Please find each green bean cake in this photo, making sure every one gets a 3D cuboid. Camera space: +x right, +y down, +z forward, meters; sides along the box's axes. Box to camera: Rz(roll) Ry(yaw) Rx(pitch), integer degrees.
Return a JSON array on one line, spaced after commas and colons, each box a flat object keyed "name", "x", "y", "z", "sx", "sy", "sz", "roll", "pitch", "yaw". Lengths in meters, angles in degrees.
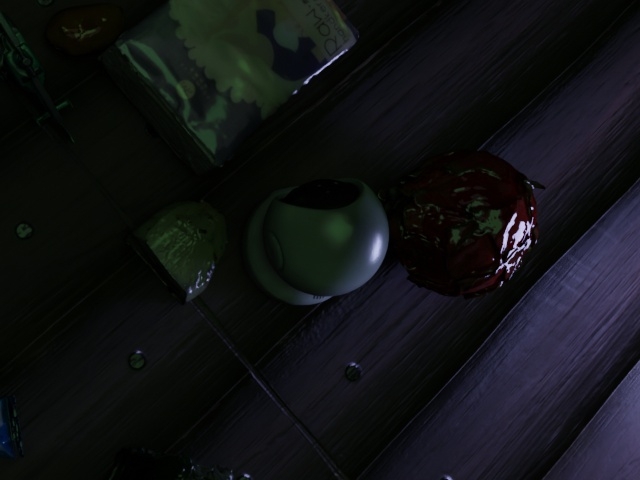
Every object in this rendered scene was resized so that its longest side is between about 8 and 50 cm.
[{"name": "green bean cake", "x": -0.227, "y": 0.403, "z": 1.331, "sx": 0.132, "sy": 0.255, "sz": 0.241, "roll": 29, "pitch": 68, "yaw": -20}]

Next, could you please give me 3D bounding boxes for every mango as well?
[{"name": "mango", "x": -0.345, "y": -0.317, "z": 1.486, "sx": 0.127, "sy": 0.063, "sz": 0.077, "roll": -25, "pitch": 84, "yaw": -25}]

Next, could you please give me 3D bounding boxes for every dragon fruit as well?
[{"name": "dragon fruit", "x": 0.223, "y": -0.027, "z": 1.594, "sx": 0.299, "sy": 0.244, "sz": 0.244, "roll": -1, "pitch": 83, "yaw": -42}]

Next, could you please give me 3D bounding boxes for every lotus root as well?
[{"name": "lotus root", "x": -0.201, "y": 0.000, "z": 1.497, "sx": 0.143, "sy": 0.070, "sz": 0.144, "roll": 43, "pitch": 68, "yaw": -13}]

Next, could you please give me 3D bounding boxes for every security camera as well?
[{"name": "security camera", "x": 0.000, "y": 0.000, "z": 1.497, "sx": 0.194, "sy": 0.236, "sz": 0.194, "roll": 2, "pitch": 84, "yaw": -22}]

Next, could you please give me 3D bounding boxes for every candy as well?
[{"name": "candy", "x": -0.478, "y": 0.266, "z": 1.357, "sx": 0.136, "sy": 0.038, "sz": 0.088, "roll": -10, "pitch": 83, "yaw": -15}]

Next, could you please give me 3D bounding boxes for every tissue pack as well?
[{"name": "tissue pack", "x": -0.132, "y": -0.297, "z": 1.541, "sx": 0.343, "sy": 0.125, "sz": 0.242, "roll": -45, "pitch": 101, "yaw": -22}]

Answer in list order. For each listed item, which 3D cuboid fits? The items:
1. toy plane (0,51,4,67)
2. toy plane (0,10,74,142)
[{"name": "toy plane", "x": -0.539, "y": -0.196, "z": 1.374, "sx": 0.226, "sy": 0.058, "sz": 0.226, "roll": -13, "pitch": 99, "yaw": -4}, {"name": "toy plane", "x": -0.417, "y": -0.240, "z": 1.429, "sx": 0.060, "sy": 0.096, "sz": 0.235, "roll": -38, "pitch": 116, "yaw": -21}]
